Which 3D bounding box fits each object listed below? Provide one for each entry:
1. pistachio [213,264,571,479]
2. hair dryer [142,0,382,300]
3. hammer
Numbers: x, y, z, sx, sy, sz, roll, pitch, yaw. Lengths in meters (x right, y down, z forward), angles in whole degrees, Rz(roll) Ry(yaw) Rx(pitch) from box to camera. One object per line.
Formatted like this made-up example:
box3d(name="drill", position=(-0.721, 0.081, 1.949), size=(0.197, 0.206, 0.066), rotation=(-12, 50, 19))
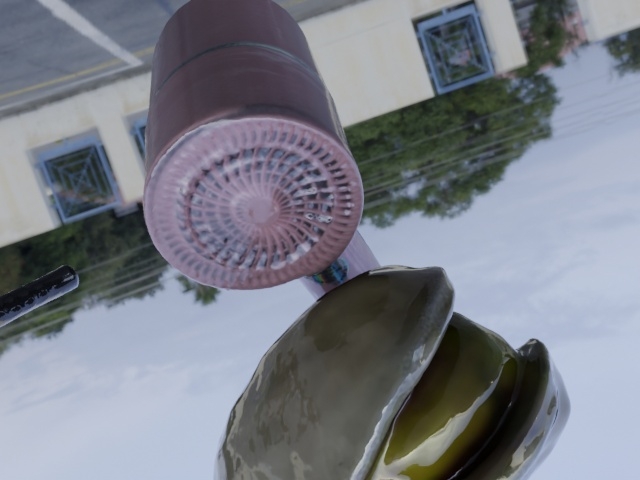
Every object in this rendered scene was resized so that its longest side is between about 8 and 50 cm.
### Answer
box3d(name="pistachio", position=(0.020, 0.137, 0.473), size=(0.197, 0.166, 0.288), rotation=(-57, 175, -45))
box3d(name="hair dryer", position=(0.000, 0.000, 0.587), size=(0.125, 0.352, 0.210), rotation=(-28, -144, 9))
box3d(name="hammer", position=(-0.250, 0.066, 0.533), size=(0.078, 0.021, 0.201), rotation=(-41, 175, 42))
